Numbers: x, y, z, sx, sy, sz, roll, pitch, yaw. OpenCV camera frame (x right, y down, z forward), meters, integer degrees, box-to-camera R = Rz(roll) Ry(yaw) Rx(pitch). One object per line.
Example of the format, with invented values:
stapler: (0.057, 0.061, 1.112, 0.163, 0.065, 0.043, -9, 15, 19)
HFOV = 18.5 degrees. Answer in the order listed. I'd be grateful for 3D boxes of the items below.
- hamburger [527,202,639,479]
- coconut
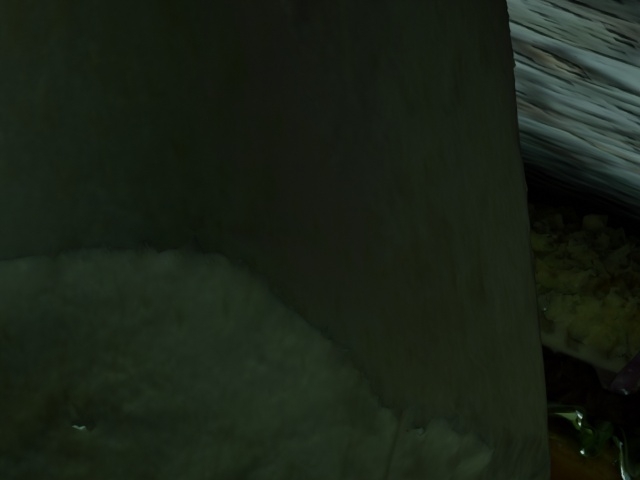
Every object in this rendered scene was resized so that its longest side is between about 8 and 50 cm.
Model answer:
hamburger: (0.118, 0.060, 0.927, 0.262, 0.138, 0.243, 24, 178, -4)
coconut: (-0.059, -0.004, 0.497, 0.239, 0.244, 0.239, -2, 157, -1)
